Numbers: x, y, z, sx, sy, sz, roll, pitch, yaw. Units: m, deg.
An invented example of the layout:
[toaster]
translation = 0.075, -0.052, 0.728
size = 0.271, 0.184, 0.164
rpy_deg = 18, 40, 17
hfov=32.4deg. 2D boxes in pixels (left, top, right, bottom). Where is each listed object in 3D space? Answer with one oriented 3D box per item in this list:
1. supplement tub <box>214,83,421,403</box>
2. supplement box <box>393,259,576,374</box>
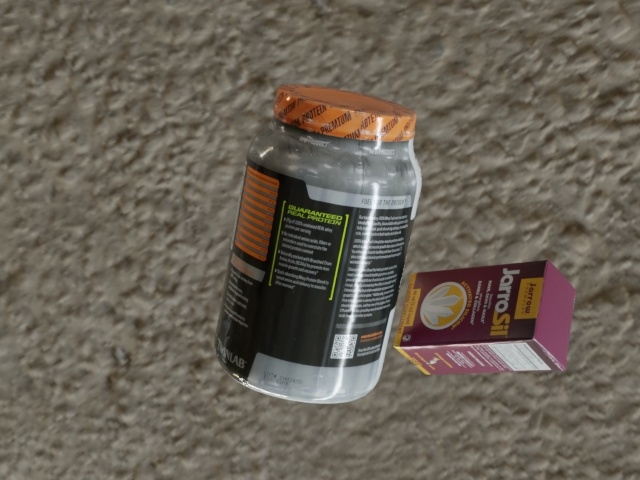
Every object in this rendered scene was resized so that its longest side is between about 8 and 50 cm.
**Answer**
[supplement tub]
translation = 0.000, 0.000, 1.201
size = 0.193, 0.193, 0.316
rpy_deg = 18, 107, 21
[supplement box]
translation = 0.191, 0.092, 1.283
size = 0.188, 0.104, 0.081
rpy_deg = -8, 145, 38
